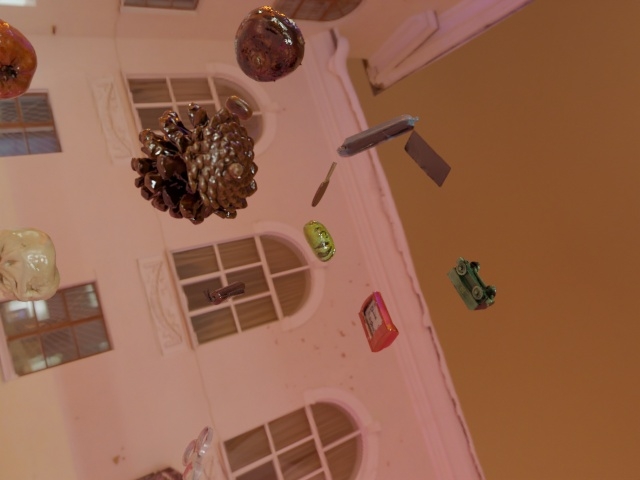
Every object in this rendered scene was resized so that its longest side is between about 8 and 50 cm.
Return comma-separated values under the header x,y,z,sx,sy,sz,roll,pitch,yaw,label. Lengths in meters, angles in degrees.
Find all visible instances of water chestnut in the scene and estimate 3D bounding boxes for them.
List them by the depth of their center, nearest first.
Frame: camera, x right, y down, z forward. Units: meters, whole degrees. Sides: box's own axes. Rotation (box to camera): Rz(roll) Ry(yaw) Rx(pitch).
x,y,z,sx,sy,sz,roll,pitch,yaw,label
-0.154,-0.615,1.516,0.223,0.238,0.224,20,-52,28,water chestnut

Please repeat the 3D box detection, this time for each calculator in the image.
x,y,z,sx,sy,sz,roll,pitch,yaw,label
0.189,-0.353,1.624,0.173,0.292,0.051,-78,145,-72,calculator

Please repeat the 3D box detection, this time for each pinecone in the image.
x,y,z,sx,sy,sz,roll,pitch,yaw,label
-0.272,-0.157,1.014,0.264,0.263,0.265,26,-58,52,pinecone

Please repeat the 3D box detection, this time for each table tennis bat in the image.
x,y,z,sx,sy,sz,roll,pitch,yaw,label
0.012,-0.170,1.495,0.013,0.087,0.157,31,-68,11,table tennis bat

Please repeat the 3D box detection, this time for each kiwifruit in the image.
x,y,z,sx,sy,sz,roll,pitch,yaw,label
-0.343,-0.557,2.047,0.075,0.124,0.075,-43,-155,26,kiwifruit

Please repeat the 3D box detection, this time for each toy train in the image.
x,y,z,sx,sy,sz,roll,pitch,yaw,label
0.439,0.131,1.414,0.100,0.070,0.172,-63,-142,39,toy train

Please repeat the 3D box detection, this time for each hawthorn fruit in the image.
x,y,z,sx,sy,sz,roll,pitch,yaw,label
-0.794,-0.441,1.141,0.225,0.196,0.197,36,-47,20,hawthorn fruit

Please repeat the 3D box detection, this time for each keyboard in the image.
x,y,z,sx,sy,sz,roll,pitch,yaw,label
0.318,-0.246,1.445,0.197,0.015,0.074,57,-44,35,keyboard

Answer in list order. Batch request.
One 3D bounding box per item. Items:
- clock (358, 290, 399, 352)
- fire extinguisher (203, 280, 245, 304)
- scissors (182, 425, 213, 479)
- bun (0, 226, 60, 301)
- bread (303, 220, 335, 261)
x,y,z,sx,sy,sz,roll,pitch,yaw,label
0.177,0.245,1.481,0.113,0.061,0.155,-63,-147,37,clock
-0.194,0.113,1.027,0.048,0.173,0.035,22,-81,10,fire extinguisher
-0.324,0.585,1.229,0.118,0.030,0.242,-47,-161,13,scissors
-0.825,0.075,1.338,0.229,0.145,0.230,10,-60,18,bun
0.000,0.000,1.545,0.139,0.071,0.130,66,8,17,bread
